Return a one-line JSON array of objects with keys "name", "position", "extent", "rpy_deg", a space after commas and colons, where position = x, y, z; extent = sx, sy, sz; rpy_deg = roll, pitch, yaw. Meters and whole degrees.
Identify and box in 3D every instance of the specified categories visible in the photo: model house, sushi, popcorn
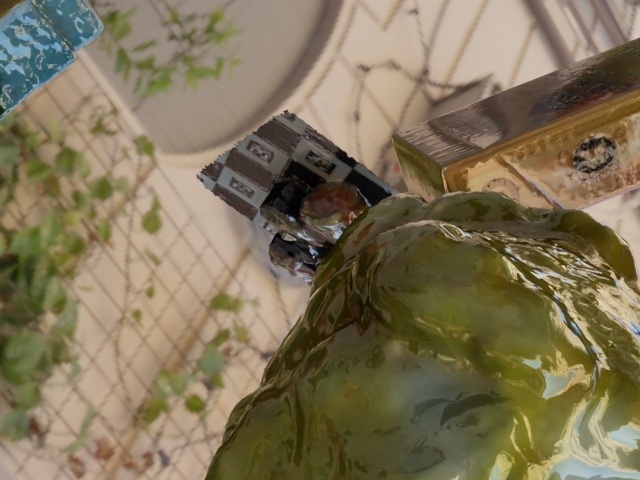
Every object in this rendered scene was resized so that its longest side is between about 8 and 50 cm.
[{"name": "model house", "position": [-0.393, -0.273, 1.222], "extent": [0.230, 0.249, 0.280], "rpy_deg": [-39, -154, -2]}, {"name": "sushi", "position": [0.000, 0.000, 0.856], "extent": [0.040, 0.193, 0.210], "rpy_deg": [-58, -168, -21]}, {"name": "popcorn", "position": [0.074, 0.145, 0.591], "extent": [0.293, 0.334, 0.292], "rpy_deg": [-5, -172, -25]}]

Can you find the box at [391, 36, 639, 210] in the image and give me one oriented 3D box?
[{"name": "box", "position": [0.209, -0.089, 0.932], "extent": [0.274, 0.076, 0.174], "rpy_deg": [-22, -166, -3]}]
